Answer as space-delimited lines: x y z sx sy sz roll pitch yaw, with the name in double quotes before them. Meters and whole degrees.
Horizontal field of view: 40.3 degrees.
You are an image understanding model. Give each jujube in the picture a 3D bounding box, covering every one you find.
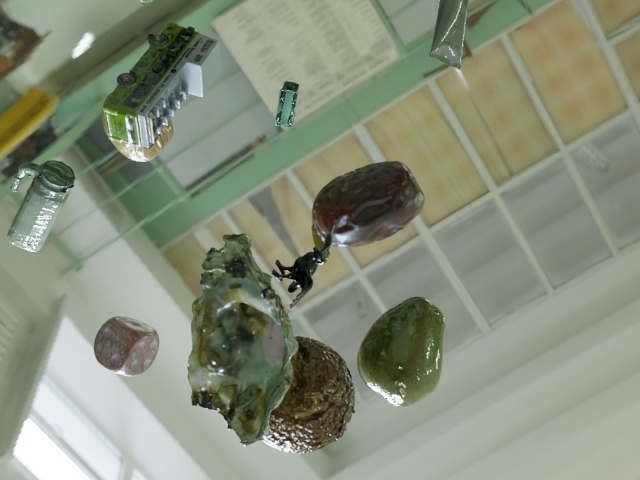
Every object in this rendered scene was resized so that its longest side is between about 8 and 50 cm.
"jujube" 0.097 -0.080 1.903 0.243 0.183 0.183 -29 -156 13

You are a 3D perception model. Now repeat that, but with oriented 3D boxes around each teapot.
"teapot" -0.558 -0.076 1.703 0.200 0.107 0.077 -49 -158 37

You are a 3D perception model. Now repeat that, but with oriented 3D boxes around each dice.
"dice" -0.376 0.204 1.694 0.094 0.093 0.091 24 -83 28

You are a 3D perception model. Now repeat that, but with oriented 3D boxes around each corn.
"corn" 0.000 0.000 2.114 0.037 0.092 0.037 -12 -178 0

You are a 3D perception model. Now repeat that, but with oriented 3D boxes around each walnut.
"walnut" -0.470 -0.303 2.246 0.165 0.197 0.165 -15 -143 11

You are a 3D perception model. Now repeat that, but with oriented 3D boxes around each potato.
"potato" 0.154 0.195 1.550 0.194 0.157 0.157 -60 -155 1

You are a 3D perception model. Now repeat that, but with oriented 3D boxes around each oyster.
"oyster" -0.125 0.165 1.507 0.201 0.354 0.107 5 -176 30

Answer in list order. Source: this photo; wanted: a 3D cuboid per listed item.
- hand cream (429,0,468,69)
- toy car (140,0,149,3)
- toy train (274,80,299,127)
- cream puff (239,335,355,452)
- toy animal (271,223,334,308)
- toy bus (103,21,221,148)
"hand cream" 0.252 -0.429 1.674 0.054 0.087 0.186 4 -97 51
"toy car" -0.416 -0.563 1.895 0.055 0.142 0.069 -43 -119 33
"toy train" -0.066 -0.279 1.782 0.038 0.093 0.056 13 -143 1
"cream puff" -0.056 0.353 2.072 0.303 0.303 0.212 -53 175 -36
"toy animal" -0.027 0.049 1.474 0.108 0.062 0.220 -24 -155 31
"toy bus" -0.327 -0.322 1.813 0.139 0.113 0.301 18 -128 11
